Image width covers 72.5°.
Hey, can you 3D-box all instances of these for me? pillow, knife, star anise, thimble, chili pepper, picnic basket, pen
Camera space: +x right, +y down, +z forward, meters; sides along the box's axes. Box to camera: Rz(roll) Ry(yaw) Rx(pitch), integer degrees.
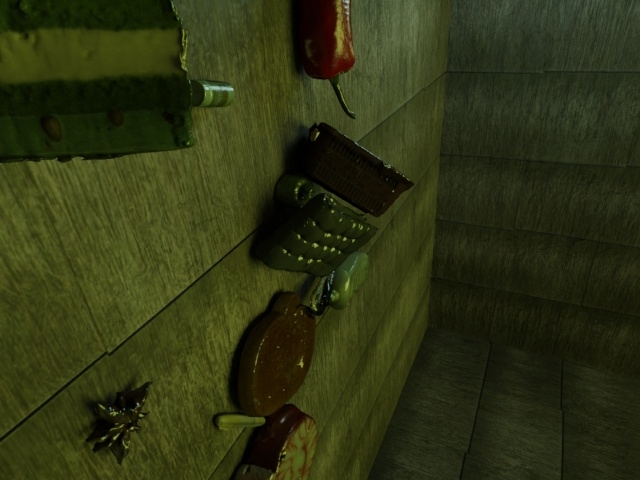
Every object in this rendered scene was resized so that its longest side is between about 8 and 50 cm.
[{"bbox_3d":[0.000,0.000,1.117,0.228,0.101,0.326,-41,160,15],"label":"pillow"},{"bbox_3d":[0.029,0.088,1.355,0.365,0.043,0.089,-70,154,-43],"label":"knife"},{"bbox_3d":[-0.323,0.305,0.710,0.124,0.056,0.129,-2,101,-66],"label":"star anise"},{"bbox_3d":[-0.063,-0.123,1.104,0.110,0.062,0.084,-6,108,-65],"label":"thimble"},{"bbox_3d":[0.016,-0.458,1.048,0.131,0.135,0.338,-54,145,-62],"label":"chili pepper"},{"bbox_3d":[0.079,-0.169,1.125,0.129,0.297,0.222,-60,-166,3],"label":"picnic basket"},{"bbox_3d":[-0.196,0.452,1.085,0.040,0.032,0.233,-51,151,-6],"label":"pen"}]

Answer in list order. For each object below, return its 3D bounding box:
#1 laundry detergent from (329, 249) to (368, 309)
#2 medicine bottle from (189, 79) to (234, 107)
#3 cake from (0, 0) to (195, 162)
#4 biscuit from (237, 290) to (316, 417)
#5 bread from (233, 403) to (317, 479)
[{"bbox_3d":[0.083,0.144,1.500,0.253,0.091,0.181,-42,142,-54],"label":"laundry detergent"},{"bbox_3d":[-0.195,-0.260,0.774,0.083,0.047,0.047,-33,129,-60],"label":"medicine bottle"},{"bbox_3d":[-0.238,-0.181,0.454,0.172,0.284,0.158,-72,161,-59],"label":"cake"},{"bbox_3d":[-0.110,0.292,1.173,0.367,0.063,0.314,-7,102,-66],"label":"biscuit"},{"bbox_3d":[-0.119,0.643,1.228,0.295,0.114,0.327,74,34,-45],"label":"bread"}]
